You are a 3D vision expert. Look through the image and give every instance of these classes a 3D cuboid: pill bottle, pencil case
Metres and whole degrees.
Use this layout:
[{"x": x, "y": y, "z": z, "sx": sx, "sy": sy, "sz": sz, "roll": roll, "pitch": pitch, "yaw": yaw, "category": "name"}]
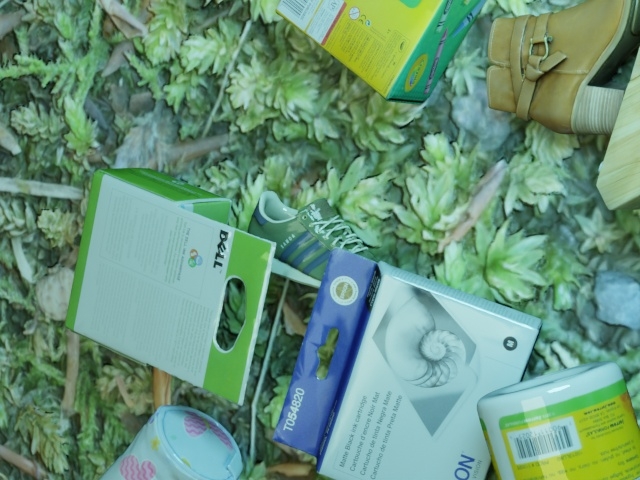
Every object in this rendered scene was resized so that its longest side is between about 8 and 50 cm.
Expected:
[{"x": 0.238, "y": 0.243, "z": 1.345, "sx": 0.136, "sy": 0.136, "sz": 0.246, "roll": -18, "pitch": 87, "yaw": 33, "category": "pill bottle"}, {"x": -0.202, "y": 0.307, "z": 1.659, "sx": 0.124, "sy": 0.113, "sz": 0.273, "roll": 45, "pitch": 115, "yaw": 13, "category": "pencil case"}]

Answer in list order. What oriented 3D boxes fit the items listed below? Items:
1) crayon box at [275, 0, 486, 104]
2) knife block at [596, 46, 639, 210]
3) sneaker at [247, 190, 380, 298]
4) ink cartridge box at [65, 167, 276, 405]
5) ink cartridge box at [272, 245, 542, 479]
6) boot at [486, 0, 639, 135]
[{"x": 0.094, "y": -0.294, "z": 1.456, "sx": 0.165, "sy": 0.081, "sz": 0.278, "roll": 41, "pitch": 113, "yaw": 25, "category": "crayon box"}, {"x": 0.389, "y": -0.125, "z": 1.263, "sx": 0.242, "sy": 0.088, "sz": 0.276, "roll": 23, "pitch": 104, "yaw": 31, "category": "knife block"}, {"x": 0.000, "y": 0.000, "z": 1.540, "sx": 0.192, "sy": 0.064, "sz": 0.086, "roll": 15, "pitch": 105, "yaw": 35, "category": "sneaker"}, {"x": -0.141, "y": 0.046, "z": 1.614, "sx": 0.255, "sy": 0.097, "sz": 0.189, "roll": 21, "pitch": 106, "yaw": 31, "category": "ink cartridge box"}, {"x": 0.078, "y": 0.144, "z": 1.465, "sx": 0.224, "sy": 0.045, "sz": 0.223, "roll": 19, "pitch": 103, "yaw": 12, "category": "ink cartridge box"}, {"x": 0.231, "y": -0.198, "z": 1.378, "sx": 0.152, "sy": 0.073, "sz": 0.197, "roll": 16, "pitch": 98, "yaw": 36, "category": "boot"}]
